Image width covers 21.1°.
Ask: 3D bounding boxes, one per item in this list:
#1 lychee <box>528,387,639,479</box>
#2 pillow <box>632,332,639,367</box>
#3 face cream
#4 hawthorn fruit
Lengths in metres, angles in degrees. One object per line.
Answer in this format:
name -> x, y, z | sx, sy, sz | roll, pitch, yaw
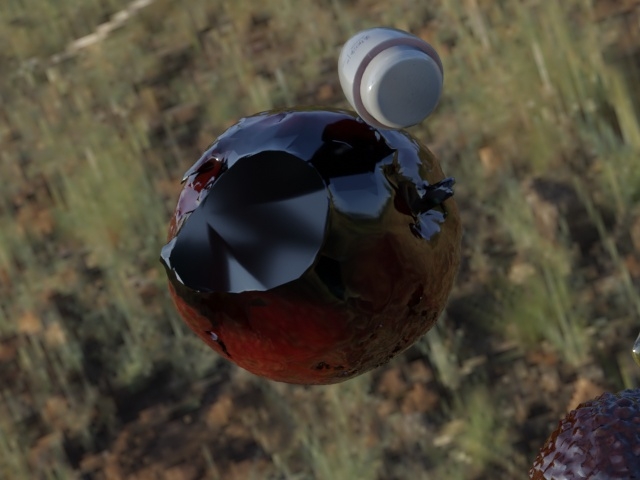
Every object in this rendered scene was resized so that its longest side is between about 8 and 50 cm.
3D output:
lychee -> 0.239, 0.203, 1.289 | 0.194, 0.194, 0.194 | -18, 20, 7
pillow -> 0.208, 0.019, 0.694 | 0.052, 0.208, 0.212 | 14, 61, 43
face cream -> 0.062, -0.152, 1.581 | 0.091, 0.091, 0.095 | -24, 31, -11
hawthorn fruit -> -0.015, 0.005, 1.672 | 0.316, 0.316, 0.316 | -18, 20, 7
